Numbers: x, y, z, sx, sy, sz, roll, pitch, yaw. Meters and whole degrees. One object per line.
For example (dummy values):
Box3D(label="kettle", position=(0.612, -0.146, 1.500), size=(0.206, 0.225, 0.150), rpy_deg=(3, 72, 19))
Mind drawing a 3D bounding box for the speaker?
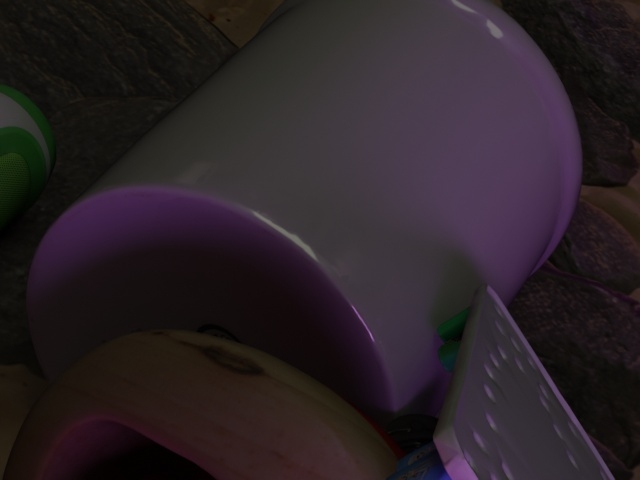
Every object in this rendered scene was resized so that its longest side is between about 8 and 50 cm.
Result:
Box3D(label="speaker", position=(-0.332, -0.018, 1.228), size=(0.131, 0.131, 0.296), rpy_deg=(27, 37, 6))

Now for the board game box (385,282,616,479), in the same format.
Box3D(label="board game box", position=(0.172, 0.232, 0.886), size=(0.390, 0.050, 0.390), rpy_deg=(57, 12, -3))

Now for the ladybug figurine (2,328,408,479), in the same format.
Box3D(label="ladybug figurine", position=(-0.044, 0.216, 0.919), size=(0.162, 0.305, 0.449), rpy_deg=(9, 8, -38))

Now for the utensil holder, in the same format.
Box3D(label="utensil holder", position=(0.000, 0.000, 1.216), size=(0.327, 0.328, 0.385), rpy_deg=(29, 39, 9))

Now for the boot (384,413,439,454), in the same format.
Box3D(label="boot", position=(0.057, 0.246, 1.022), size=(0.076, 0.208, 0.190), rpy_deg=(-1, 51, -14))
